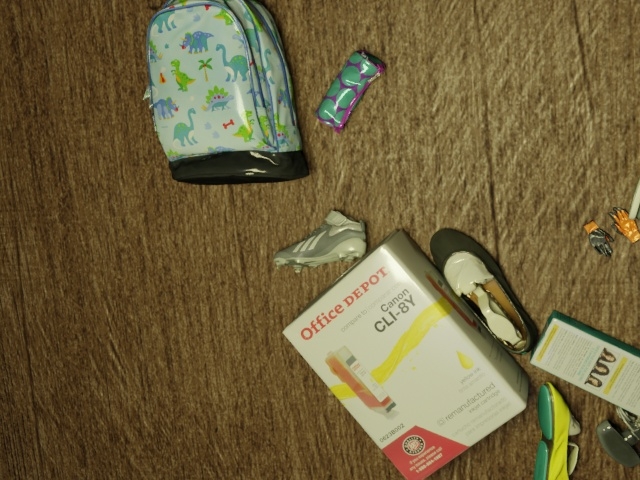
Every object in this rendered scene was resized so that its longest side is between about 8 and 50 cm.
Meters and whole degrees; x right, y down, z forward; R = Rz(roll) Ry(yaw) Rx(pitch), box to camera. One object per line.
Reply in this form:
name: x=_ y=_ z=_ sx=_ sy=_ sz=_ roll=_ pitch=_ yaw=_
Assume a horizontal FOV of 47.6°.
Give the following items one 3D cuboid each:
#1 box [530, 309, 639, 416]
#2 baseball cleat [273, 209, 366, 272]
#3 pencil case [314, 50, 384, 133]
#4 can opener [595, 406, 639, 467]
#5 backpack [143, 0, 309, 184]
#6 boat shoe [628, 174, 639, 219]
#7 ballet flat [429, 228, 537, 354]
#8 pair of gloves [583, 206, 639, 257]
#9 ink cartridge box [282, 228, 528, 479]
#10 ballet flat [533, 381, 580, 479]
box: x=0.516 y=0.227 z=1.315 sx=0.244 sy=0.060 sz=0.101 roll=26 pitch=108 yaw=12
baseball cleat: x=0.000 y=0.000 z=1.442 sx=0.205 sy=0.072 sz=0.110 roll=-7 pitch=72 yaw=26
pencil case: x=0.055 y=-0.281 z=1.361 sx=0.070 sy=0.064 sz=0.152 roll=48 pitch=113 yaw=31
can opener: x=0.617 y=0.416 z=1.315 sx=0.093 sy=0.074 sz=0.280 roll=-43 pitch=88 yaw=19
backpack: x=-0.186 y=-0.291 z=1.360 sx=0.290 sy=0.273 sz=0.356 roll=1 pitch=89 yaw=24
boat shoe: x=0.607 y=-0.167 z=1.180 sx=0.099 sy=0.116 sz=0.320 roll=26 pitch=102 yaw=15
ballet flat: x=0.303 y=0.095 z=1.339 sx=0.095 sy=0.096 sz=0.280 roll=-42 pitch=86 yaw=21
pair of gloves: x=0.520 y=-0.015 z=1.293 sx=0.083 sy=0.010 sz=0.074 roll=-33 pitch=90 yaw=22
ink cartridge box: x=0.160 y=0.215 z=1.375 sx=0.279 sy=0.160 sz=0.385 roll=-42 pitch=86 yaw=21
ballet flat: x=0.449 y=0.373 z=1.368 sx=0.077 sy=0.077 sz=0.231 roll=-2 pitch=104 yaw=-3
